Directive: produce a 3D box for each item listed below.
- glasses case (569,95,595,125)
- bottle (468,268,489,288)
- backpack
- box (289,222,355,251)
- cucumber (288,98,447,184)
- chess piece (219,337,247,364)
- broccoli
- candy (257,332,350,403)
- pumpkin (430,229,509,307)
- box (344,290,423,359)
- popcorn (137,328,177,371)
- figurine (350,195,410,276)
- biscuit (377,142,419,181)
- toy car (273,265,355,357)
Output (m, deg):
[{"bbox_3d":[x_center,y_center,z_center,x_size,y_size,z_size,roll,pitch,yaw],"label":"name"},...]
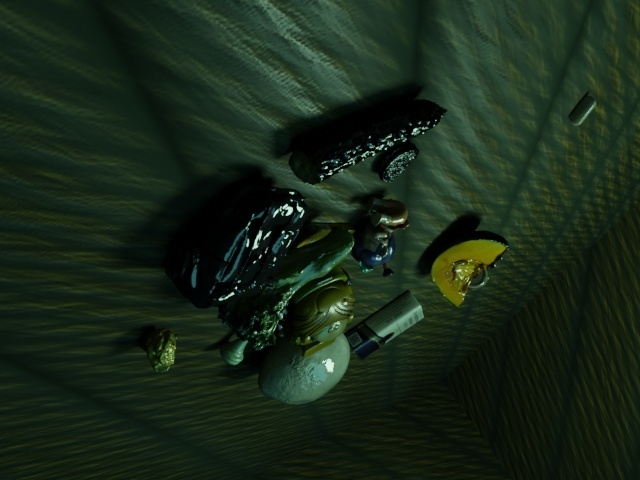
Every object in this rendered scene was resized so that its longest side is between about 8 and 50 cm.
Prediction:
[{"bbox_3d":[0.635,-0.314,1.599,0.021,0.032,0.083,-24,155,-32],"label":"glasses case"},{"bbox_3d":[0.518,0.120,2.221,0.099,0.099,0.152,-38,164,7],"label":"bottle"},{"bbox_3d":[-0.125,0.007,1.090,0.258,0.133,0.206,-53,155,23],"label":"backpack"},{"bbox_3d":[0.000,0.000,1.359,0.089,0.022,0.156,-45,155,26],"label":"box"},{"bbox_3d":[0.087,-0.173,1.081,0.300,0.072,0.072,-27,156,-23],"label":"cucumber"},{"bbox_3d":[-0.169,0.219,1.525,0.149,0.059,0.059,-49,154,16],"label":"chess piece"},{"bbox_3d":[-0.060,0.076,1.266,0.304,0.165,0.145,-37,151,-4],"label":"broccoli"},{"bbox_3d":[-0.040,0.337,1.762,0.295,0.185,0.295,-34,157,-16],"label":"candy"},{"bbox_3d":[0.397,0.046,1.910,0.169,0.148,0.312,16,135,-9],"label":"pumpkin"},{"bbox_3d":[0.206,0.277,2.118,0.259,0.071,0.168,-36,157,-1],"label":"box"},{"bbox_3d":[-0.306,0.206,1.289,0.084,0.084,0.084,-29,156,-14],"label":"popcorn"},{"bbox_3d":[0.128,-0.006,1.412,0.102,0.112,0.195,1,144,-22],"label":"figurine"},{"bbox_3d":[0.148,-0.150,1.262,0.089,0.027,0.087,-29,156,-14],"label":"biscuit"},{"bbox_3d":[-0.008,0.172,1.528,0.200,0.142,0.248,-25,157,-25],"label":"toy car"}]
